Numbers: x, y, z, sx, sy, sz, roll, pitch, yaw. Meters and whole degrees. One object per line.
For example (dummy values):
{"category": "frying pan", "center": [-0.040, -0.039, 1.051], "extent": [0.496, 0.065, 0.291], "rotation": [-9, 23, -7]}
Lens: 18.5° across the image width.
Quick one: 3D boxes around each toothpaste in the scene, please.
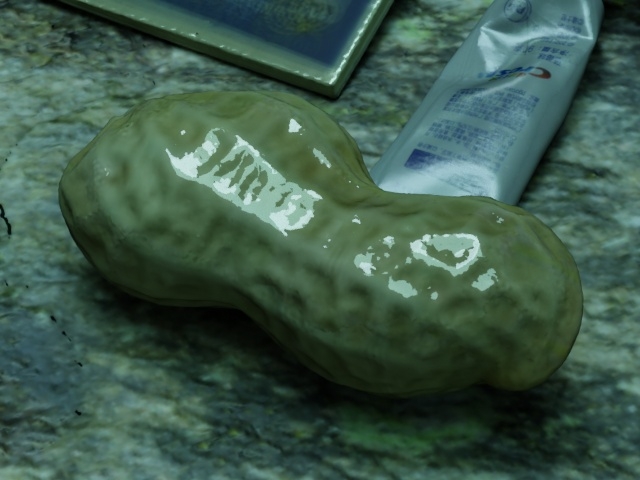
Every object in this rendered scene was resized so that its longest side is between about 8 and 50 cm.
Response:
{"category": "toothpaste", "center": [0.107, -0.088, 1.184], "extent": [0.096, 0.061, 0.266], "rotation": [21, 58, 18]}

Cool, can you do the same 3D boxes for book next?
{"category": "book", "center": [-0.018, -0.254, 1.311], "extent": [0.228, 0.018, 0.322], "rotation": [21, 65, 20]}

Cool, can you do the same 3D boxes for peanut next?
{"category": "peanut", "center": [0.000, 0.000, 1.050], "extent": [0.298, 0.120, 0.136], "rotation": [23, 89, 21]}
